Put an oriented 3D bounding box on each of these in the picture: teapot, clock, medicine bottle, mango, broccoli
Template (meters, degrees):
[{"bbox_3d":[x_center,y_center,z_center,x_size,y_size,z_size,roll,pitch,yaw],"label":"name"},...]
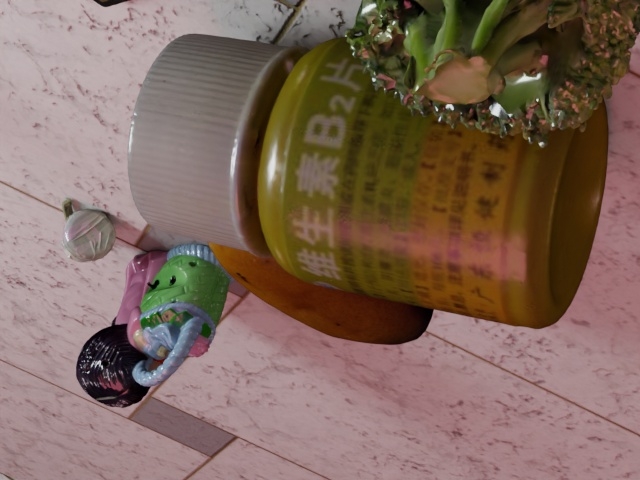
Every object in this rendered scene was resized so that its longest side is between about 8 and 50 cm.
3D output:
[{"bbox_3d":[-0.289,-0.010,2.027,0.083,0.064,0.064,57,158,1],"label":"teapot"},{"bbox_3d":[-0.203,0.106,2.022,0.100,0.195,0.194,40,151,-26],"label":"clock"},{"bbox_3d":[0.042,-0.065,1.467,0.384,0.224,0.224,12,153,22],"label":"medicine bottle"},{"bbox_3d":[0.000,0.000,1.710,0.287,0.152,0.201,33,143,-27],"label":"mango"},{"bbox_3d":[0.128,-0.167,1.256,0.226,0.176,0.198,-10,119,6],"label":"broccoli"}]

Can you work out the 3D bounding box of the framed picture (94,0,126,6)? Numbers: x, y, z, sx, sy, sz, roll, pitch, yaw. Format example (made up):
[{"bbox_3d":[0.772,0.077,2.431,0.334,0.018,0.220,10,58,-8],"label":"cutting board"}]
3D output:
[{"bbox_3d":[-0.173,-0.298,1.389,0.347,0.016,0.265,-7,148,45],"label":"framed picture"}]
